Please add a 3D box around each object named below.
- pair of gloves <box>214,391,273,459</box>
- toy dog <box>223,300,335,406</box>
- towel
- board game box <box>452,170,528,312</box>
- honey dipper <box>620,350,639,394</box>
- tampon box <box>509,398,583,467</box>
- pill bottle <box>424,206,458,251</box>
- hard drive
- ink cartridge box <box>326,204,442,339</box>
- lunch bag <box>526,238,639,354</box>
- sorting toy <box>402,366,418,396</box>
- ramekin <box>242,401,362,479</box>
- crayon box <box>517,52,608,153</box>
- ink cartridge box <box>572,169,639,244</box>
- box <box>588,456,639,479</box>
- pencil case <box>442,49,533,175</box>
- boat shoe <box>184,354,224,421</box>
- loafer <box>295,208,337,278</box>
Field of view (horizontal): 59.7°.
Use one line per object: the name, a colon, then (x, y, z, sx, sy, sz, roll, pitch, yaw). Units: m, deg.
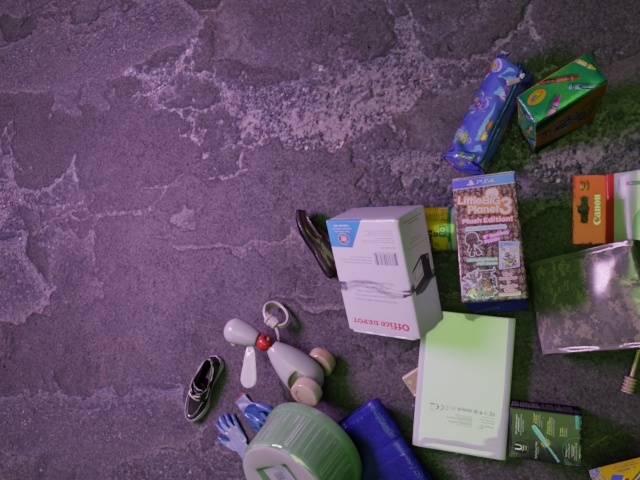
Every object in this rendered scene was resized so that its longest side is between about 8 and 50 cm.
pair of gloves: (-0.221, 0.549, 1.657, 0.159, 0.023, 0.198, 44, 102, 15)
toy dog: (-0.117, 0.348, 1.564, 0.333, 0.220, 0.161, 42, 132, 25)
towel: (0.165, 0.596, 1.485, 0.227, 0.076, 0.308, -43, 74, 28)
board game box: (0.410, 0.016, 1.335, 0.141, 0.232, 0.291, -6, 75, 19)
honey dipper: (0.749, 0.283, 1.322, 0.030, 0.030, 0.161, 15, 90, 20)
tampon box: (0.541, 0.461, 1.345, 0.161, 0.101, 0.120, 2, 86, 21)
pill bottle: (0.263, -0.029, 1.474, 0.208, 0.117, 0.117, 0, 86, 19)
hard drive: (0.368, 0.363, 1.438, 0.233, 0.047, 0.353, 4, 88, 16)
ink cartridge box: (0.163, 0.075, 1.409, 0.223, 0.129, 0.307, 1, 110, 42)
lunch bag: (0.632, 0.141, 1.294, 0.287, 0.169, 0.235, -18, 73, 49)
sorting toy: (0.270, 0.372, 1.497, 0.083, 0.012, 0.062, -36, 78, 14)
ramekin: (-0.058, 0.594, 1.459, 0.303, 0.148, 0.303, 15, 120, 27)
crayon box: (0.556, -0.309, 1.302, 0.165, 0.278, 0.081, -32, 75, 15)
ink cartridge box: (0.733, -0.078, 1.343, 0.224, 0.056, 0.181, 1, 86, 18)
box: (0.766, 0.602, 1.144, 0.290, 0.177, 0.279, -24, 38, 17)
pencil case: (0.433, -0.317, 1.428, 0.119, 0.133, 0.306, 25, 96, -13)
boat shoe: (-0.367, 0.450, 1.690, 0.078, 0.070, 0.219, 23, 94, 20)
loafer: (0.000, 0.000, 1.597, 0.078, 0.080, 0.220, -29, 86, -7)
